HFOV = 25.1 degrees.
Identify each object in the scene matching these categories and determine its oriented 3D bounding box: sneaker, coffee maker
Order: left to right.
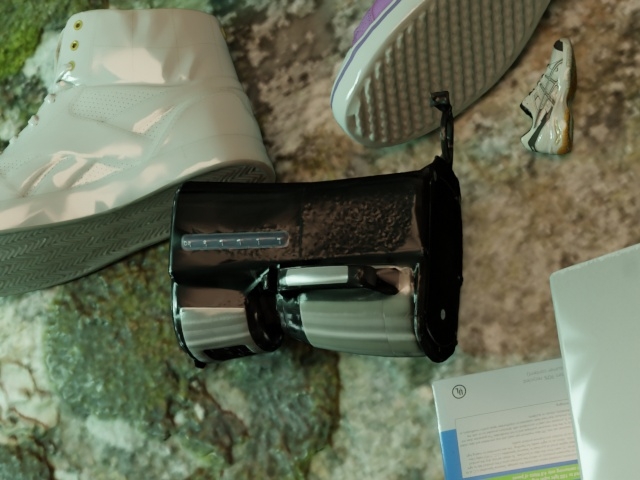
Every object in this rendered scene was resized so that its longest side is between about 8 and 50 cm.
[{"bbox_3d":[-0.190,-0.069,1.052,0.292,0.108,0.169,-18,65,3],"label":"sneaker"},{"bbox_3d":[0.000,0.000,0.957,0.178,0.120,0.171,-1,54,18],"label":"coffee maker"},{"bbox_3d":[0.086,-0.202,1.008,0.282,0.102,0.161,-50,44,4],"label":"sneaker"},{"bbox_3d":[0.153,-0.099,0.969,0.037,0.032,0.083,2,72,21],"label":"sneaker"}]

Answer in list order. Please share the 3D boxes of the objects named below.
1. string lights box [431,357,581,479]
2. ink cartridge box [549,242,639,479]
[{"bbox_3d":[0.152,0.203,0.841,0.133,0.077,0.260,-12,69,16],"label":"string lights box"},{"bbox_3d":[0.271,0.101,0.700,0.296,0.066,0.261,-22,64,34],"label":"ink cartridge box"}]
